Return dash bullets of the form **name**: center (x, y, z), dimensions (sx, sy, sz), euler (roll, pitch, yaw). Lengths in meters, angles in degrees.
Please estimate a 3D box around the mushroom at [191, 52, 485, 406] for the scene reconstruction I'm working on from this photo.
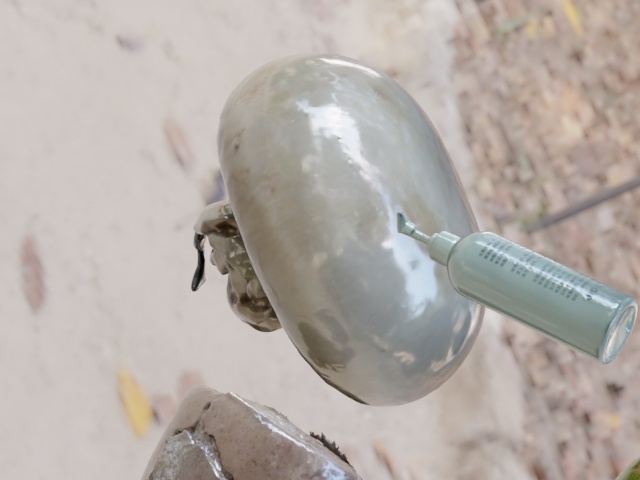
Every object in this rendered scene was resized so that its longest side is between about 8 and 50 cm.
- **mushroom**: center (0.000, 0.000, 1.938), dimensions (0.362, 0.295, 0.362), euler (-22, 90, -81)

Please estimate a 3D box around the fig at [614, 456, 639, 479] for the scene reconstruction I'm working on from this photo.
- **fig**: center (0.344, 0.280, 1.934), dimensions (0.154, 0.144, 0.165), euler (-55, 128, -27)

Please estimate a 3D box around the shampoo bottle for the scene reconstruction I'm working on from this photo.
- **shampoo bottle**: center (0.141, 0.028, 1.485), dimensions (0.195, 0.056, 0.056), euler (27, 2, 27)

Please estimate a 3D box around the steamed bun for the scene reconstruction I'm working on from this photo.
- **steamed bun**: center (-0.111, 0.298, 2.369), dimensions (0.199, 0.251, 0.301), euler (41, -11, -31)
